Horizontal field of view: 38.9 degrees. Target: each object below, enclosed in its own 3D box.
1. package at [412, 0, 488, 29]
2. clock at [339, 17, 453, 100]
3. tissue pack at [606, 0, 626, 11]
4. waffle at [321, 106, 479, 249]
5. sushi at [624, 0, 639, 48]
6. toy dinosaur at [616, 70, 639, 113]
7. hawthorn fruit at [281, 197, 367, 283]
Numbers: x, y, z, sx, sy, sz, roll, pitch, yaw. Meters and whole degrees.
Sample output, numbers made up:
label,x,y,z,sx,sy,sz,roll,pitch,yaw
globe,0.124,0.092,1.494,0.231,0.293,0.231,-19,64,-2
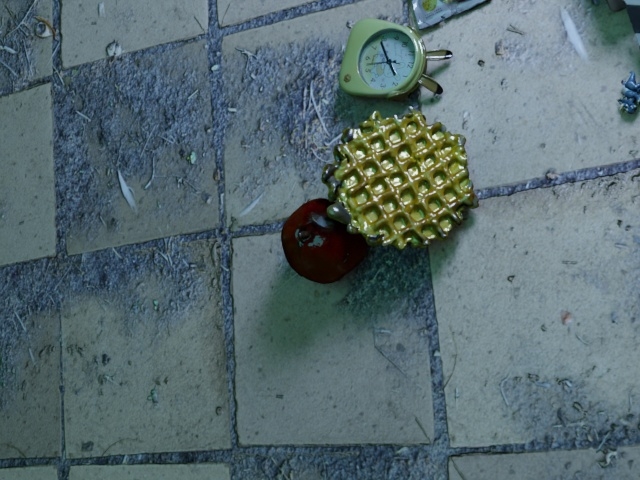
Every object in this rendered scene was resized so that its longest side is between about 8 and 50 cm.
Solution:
label,x,y,z,sx,sy,sz,roll,pitch,yaw
package,0.264,-0.555,1.933,0.171,0.027,0.173,-22,77,23
clock,0.160,-0.376,1.939,0.232,0.069,0.170,16,90,27
tissue pack,0.572,-0.593,1.720,0.159,0.136,0.246,-24,72,22
waffle,0.155,-0.123,1.840,0.329,0.062,0.329,0,77,-1
sushi,0.716,-0.370,1.606,0.290,0.050,0.264,-18,100,25
toy dinosaur,0.590,-0.281,1.726,0.047,0.030,0.083,17,90,26
hawthorn fruit,0.000,0.000,1.894,0.185,0.202,0.185,-3,82,20
